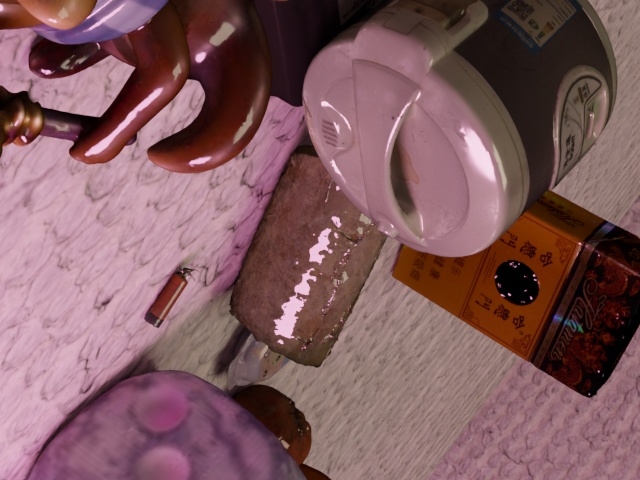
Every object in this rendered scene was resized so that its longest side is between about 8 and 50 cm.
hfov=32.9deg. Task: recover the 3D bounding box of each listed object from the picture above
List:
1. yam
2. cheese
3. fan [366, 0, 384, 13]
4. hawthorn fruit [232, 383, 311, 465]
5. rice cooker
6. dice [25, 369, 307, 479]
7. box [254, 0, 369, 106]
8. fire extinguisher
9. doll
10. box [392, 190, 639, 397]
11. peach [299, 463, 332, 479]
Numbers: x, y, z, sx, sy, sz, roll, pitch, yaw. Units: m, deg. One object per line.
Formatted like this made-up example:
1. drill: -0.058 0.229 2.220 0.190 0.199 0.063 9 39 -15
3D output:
1. yam: 0.000 0.000 1.386 0.168 0.168 0.304 -16 134 -58
2. cheese: -0.055 0.133 1.598 0.245 0.052 0.135 -39 152 -37
3. fan: 0.077 -0.280 1.180 0.083 0.004 0.056 -40 152 -34
4. hawthorn fruit: -0.108 0.291 1.631 0.189 0.149 0.149 -11 147 -3
5. rice cooker: 0.144 -0.146 1.148 0.277 0.288 0.288 -41 153 -30
6. dice: -0.187 0.346 1.326 0.270 0.271 0.270 -43 154 -31
7. box: 0.038 -0.312 1.160 0.290 0.073 0.289 -45 155 -22
8. fire extinguisher: -0.177 0.066 1.295 0.028 0.022 0.083 34 88 -31
9. doll: -0.175 -0.186 0.783 0.340 0.209 0.317 15 74 -69
10. box: 0.346 0.046 1.818 0.116 0.415 0.264 -29 145 -48
11. peach: -0.089 0.510 1.710 0.302 0.343 0.342 20 107 -24
